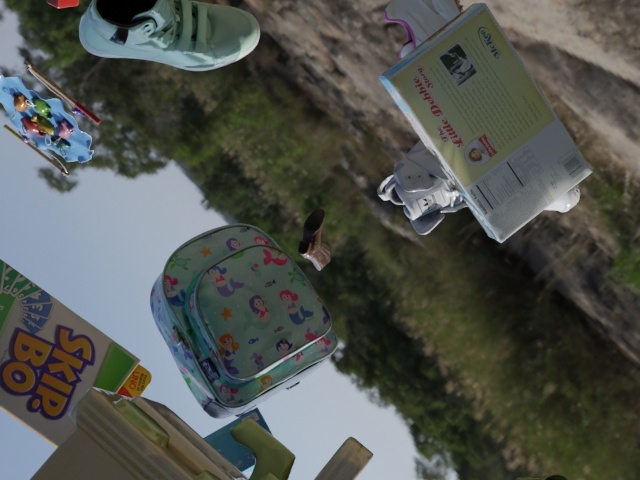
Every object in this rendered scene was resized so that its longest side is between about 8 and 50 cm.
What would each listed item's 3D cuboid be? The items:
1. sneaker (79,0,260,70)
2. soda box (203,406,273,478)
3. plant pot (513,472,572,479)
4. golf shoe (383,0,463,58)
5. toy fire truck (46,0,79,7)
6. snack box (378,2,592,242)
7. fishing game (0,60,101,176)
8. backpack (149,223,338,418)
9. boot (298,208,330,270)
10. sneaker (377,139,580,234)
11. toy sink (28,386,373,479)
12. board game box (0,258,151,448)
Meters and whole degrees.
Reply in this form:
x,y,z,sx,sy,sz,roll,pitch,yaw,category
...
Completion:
x,y,z,sx,sy,sz,roll,pitch,yaw,category
-0.192,-0.293,1.199,0.151,0.256,0.094,171,94,-71,sneaker
-0.157,0.308,1.169,0.067,0.210,0.071,59,170,19,soda box
0.309,0.368,1.255,0.083,0.083,0.079,44,157,-16,plant pot
0.225,-0.326,1.599,0.306,0.140,0.115,61,-179,-6,golf shoe
-0.333,-0.424,1.291,0.135,0.192,0.047,26,-151,20,toy fire truck
0.257,-0.178,1.361,0.322,0.187,0.060,53,179,-15,snack box
-0.443,-0.185,1.388,0.189,0.041,0.264,41,152,-15,fishing game
-0.120,0.103,1.285,0.253,0.225,0.191,57,151,14,backpack
0.000,0.000,1.802,0.037,0.106,0.114,21,171,30,boot
0.275,-0.093,1.603,0.366,0.210,0.137,28,151,44,sneaker
-0.095,0.166,0.479,0.131,0.234,0.153,39,171,10,toy sink
-0.315,0.117,0.939,0.259,0.124,0.039,38,158,-8,board game box
